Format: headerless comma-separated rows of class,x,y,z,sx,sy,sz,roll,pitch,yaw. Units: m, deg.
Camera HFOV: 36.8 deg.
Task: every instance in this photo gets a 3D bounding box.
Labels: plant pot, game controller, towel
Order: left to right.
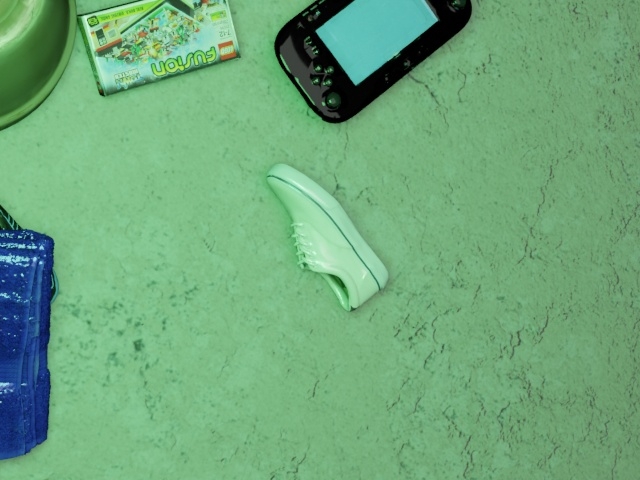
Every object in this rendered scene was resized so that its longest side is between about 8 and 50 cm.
plant pot,-0.433,-0.287,1.135,0.323,0.280,0.323,-1,92,-24
towel,-0.450,0.138,1.204,0.228,0.076,0.308,-1,111,-23
game controller,0.081,-0.317,1.435,0.319,0.067,0.166,-40,109,-17

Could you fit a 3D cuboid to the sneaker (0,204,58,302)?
sneaker,-0.425,0.001,1.248,0.081,0.090,0.232,-45,107,-15

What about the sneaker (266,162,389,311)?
sneaker,0.000,0.000,1.425,0.091,0.094,0.258,-48,109,-19

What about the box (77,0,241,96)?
box,-0.222,-0.283,1.343,0.207,0.036,0.114,-21,111,-21
